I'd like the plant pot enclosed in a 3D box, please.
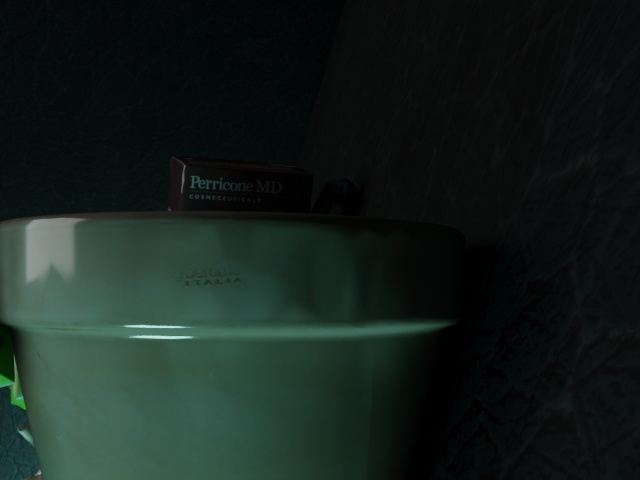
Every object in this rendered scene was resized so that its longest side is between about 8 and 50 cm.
[{"bbox_3d":[-0.060,0.131,0.572,0.323,0.323,0.280,150,120,-81],"label":"plant pot"}]

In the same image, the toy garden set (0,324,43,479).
[{"bbox_3d":[-0.230,0.105,0.582,0.244,0.049,0.204,69,-174,-61],"label":"toy garden set"}]

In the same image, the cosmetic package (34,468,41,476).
[{"bbox_3d":[-0.160,0.268,0.919,0.161,0.230,0.453,-54,2,-4],"label":"cosmetic package"}]

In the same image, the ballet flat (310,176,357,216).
[{"bbox_3d":[0.000,0.000,1.248,0.074,0.074,0.203,-84,15,-59],"label":"ballet flat"}]

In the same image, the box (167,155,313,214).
[{"bbox_3d":[-0.131,0.075,1.224,0.143,0.191,0.381,-153,66,-71],"label":"box"}]
